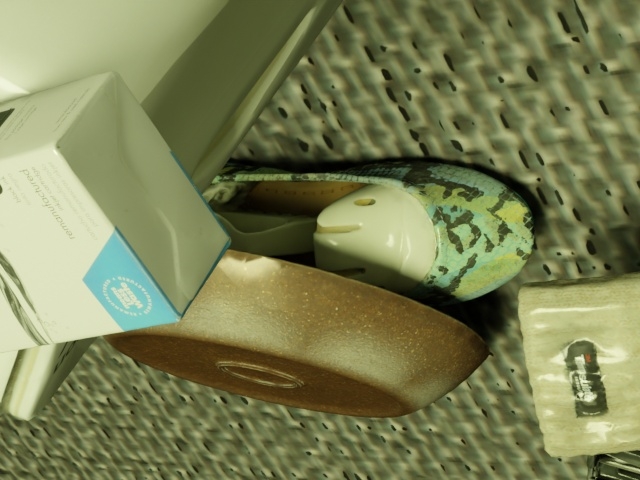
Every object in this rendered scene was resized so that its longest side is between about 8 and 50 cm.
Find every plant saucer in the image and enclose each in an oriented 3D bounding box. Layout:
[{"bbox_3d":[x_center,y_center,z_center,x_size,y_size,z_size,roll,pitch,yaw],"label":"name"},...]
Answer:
[{"bbox_3d":[-0.024,0.046,0.757,0.198,0.036,0.198,13,166,3],"label":"plant saucer"}]

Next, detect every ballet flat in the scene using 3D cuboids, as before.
[{"bbox_3d":[0.000,0.000,0.731,0.188,0.070,0.070,0,132,35],"label":"ballet flat"}]

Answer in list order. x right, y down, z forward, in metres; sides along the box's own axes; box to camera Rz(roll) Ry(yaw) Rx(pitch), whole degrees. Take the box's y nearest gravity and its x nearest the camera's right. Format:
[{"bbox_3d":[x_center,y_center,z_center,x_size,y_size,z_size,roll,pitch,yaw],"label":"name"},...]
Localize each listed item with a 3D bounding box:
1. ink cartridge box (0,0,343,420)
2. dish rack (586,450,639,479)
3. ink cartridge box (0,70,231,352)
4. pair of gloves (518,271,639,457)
[{"bbox_3d":[-0.168,-0.170,0.500,0.384,0.279,0.160,32,142,0],"label":"ink cartridge box"},{"bbox_3d":[0.210,0.162,0.754,0.208,0.074,0.272,14,130,22],"label":"dish rack"},{"bbox_3d":[-0.068,-0.002,0.363,0.083,0.028,0.048,-12,123,36],"label":"ink cartridge box"},{"bbox_3d":[0.198,0.104,0.639,0.204,0.042,0.240,-14,105,23],"label":"pair of gloves"}]
